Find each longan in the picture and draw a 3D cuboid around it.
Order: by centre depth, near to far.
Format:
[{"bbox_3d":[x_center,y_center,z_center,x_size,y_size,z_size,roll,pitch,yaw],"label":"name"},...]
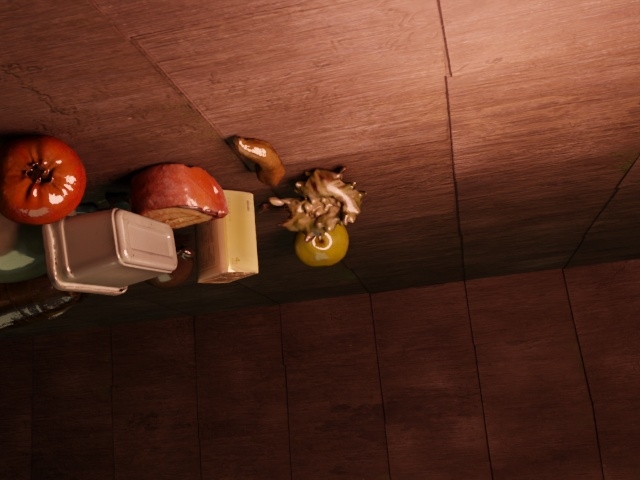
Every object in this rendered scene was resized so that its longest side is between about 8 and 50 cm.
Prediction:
[{"bbox_3d":[-0.505,0.073,2.290,0.204,0.159,0.185,-25,159,19],"label":"longan"}]

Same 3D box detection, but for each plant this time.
[{"bbox_3d":[0.011,-0.130,1.892,0.250,0.180,0.333,-16,-164,12],"label":"plant"}]

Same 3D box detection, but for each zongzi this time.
[{"bbox_3d":[-0.991,0.176,2.533,0.403,0.208,0.432,-17,-178,5],"label":"zongzi"}]

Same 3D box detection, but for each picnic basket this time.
[{"bbox_3d":[-0.550,-0.092,1.837,0.083,0.065,0.083,-32,169,12],"label":"picnic basket"}]

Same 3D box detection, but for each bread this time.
[{"bbox_3d":[-0.376,-0.104,1.722,0.244,0.123,0.190,-13,162,26],"label":"bread"}]

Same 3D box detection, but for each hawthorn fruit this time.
[{"bbox_3d":[-0.596,-0.123,1.464,0.196,0.197,0.225,0,177,-20],"label":"hawthorn fruit"}]

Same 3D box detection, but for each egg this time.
[{"bbox_3d":[-0.750,-0.025,1.625,0.352,0.259,0.258,-4,166,-14],"label":"egg"}]

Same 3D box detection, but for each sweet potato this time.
[{"bbox_3d":[-0.134,-0.186,1.622,0.081,0.062,0.233,-7,163,11],"label":"sweet potato"}]

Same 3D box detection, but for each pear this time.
[{"bbox_3d":[0.000,0.000,2.224,0.180,0.166,0.216,-18,-172,-1],"label":"pear"}]

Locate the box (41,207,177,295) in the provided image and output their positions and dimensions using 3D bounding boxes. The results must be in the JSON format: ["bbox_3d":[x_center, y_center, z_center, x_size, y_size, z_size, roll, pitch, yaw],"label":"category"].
[{"bbox_3d":[-0.472,0.021,1.605,0.182,0.175,0.312,-12,170,12],"label":"box"}]

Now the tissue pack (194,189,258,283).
[{"bbox_3d":[-0.262,-0.009,1.903,0.125,0.234,0.159,6,163,-42],"label":"tissue pack"}]

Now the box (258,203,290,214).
[{"bbox_3d":[-0.125,-0.093,2.047,0.115,0.025,0.048,2,169,-26],"label":"box"}]

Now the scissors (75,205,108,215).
[{"bbox_3d":[-0.725,-0.043,2.013,0.360,0.030,0.191,-17,163,37],"label":"scissors"}]
